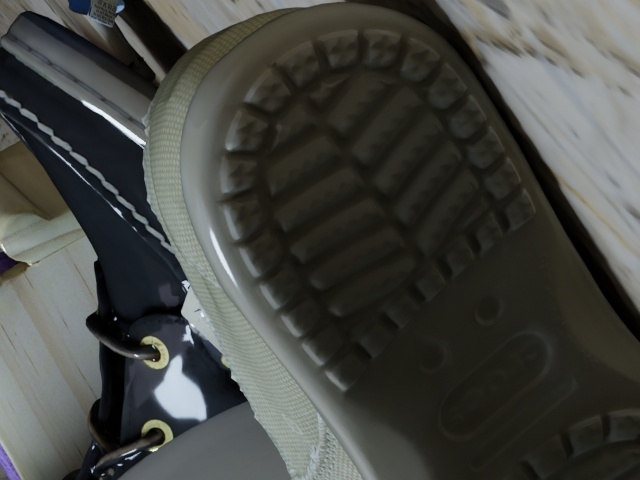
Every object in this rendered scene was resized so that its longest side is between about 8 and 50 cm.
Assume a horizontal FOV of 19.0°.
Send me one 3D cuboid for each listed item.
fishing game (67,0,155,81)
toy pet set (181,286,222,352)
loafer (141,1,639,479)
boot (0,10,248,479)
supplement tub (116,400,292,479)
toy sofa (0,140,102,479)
[{"bbox_3d":[-0.148,-0.156,0.786,0.189,0.041,0.264,48,174,24],"label":"fishing game"},{"bbox_3d":[0.000,0.000,0.728,0.122,0.065,0.114,43,137,20],"label":"toy pet set"},{"bbox_3d":[0.036,0.043,0.509,0.092,0.102,0.269,41,160,57],"label":"loafer"},{"bbox_3d":[-0.096,0.111,0.880,0.377,0.284,0.138,51,172,-33],"label":"boot"},{"bbox_3d":[0.040,0.238,0.756,0.207,0.207,0.338,36,148,63],"label":"supplement tub"},{"bbox_3d":[-0.087,0.112,1.042,0.363,0.177,0.150,64,169,-23],"label":"toy sofa"}]
